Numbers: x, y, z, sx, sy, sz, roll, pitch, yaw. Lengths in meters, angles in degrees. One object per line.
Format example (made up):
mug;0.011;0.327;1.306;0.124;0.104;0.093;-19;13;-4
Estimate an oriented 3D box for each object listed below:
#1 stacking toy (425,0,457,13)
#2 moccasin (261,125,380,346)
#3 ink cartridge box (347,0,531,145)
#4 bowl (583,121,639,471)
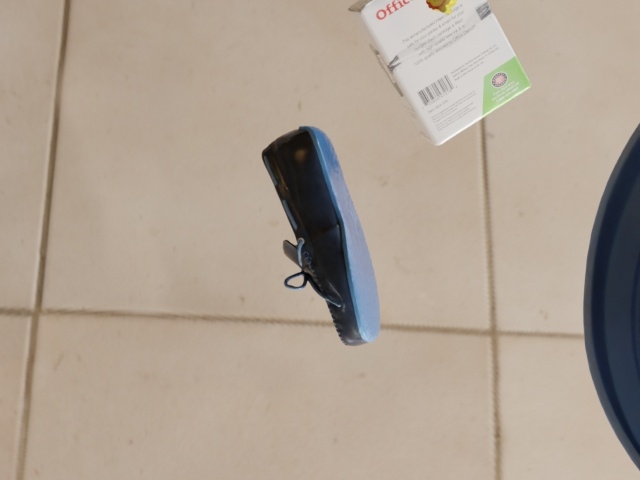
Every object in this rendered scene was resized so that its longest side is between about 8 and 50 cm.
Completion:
stacking toy;0.191;-0.421;1.546;0.167;0.221;0.052;-1;52;-51
moccasin;0.000;0.000;1.652;0.117;0.138;0.342;-18;77;17
ink cartridge box;0.203;-0.333;1.866;0.198;0.115;0.272;-32;107;-1
bowl;0.332;0.011;0.561;0.077;0.391;0.391;38;60;-42
